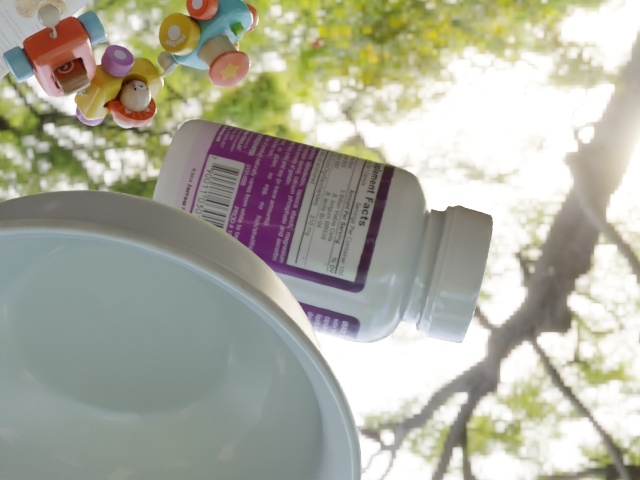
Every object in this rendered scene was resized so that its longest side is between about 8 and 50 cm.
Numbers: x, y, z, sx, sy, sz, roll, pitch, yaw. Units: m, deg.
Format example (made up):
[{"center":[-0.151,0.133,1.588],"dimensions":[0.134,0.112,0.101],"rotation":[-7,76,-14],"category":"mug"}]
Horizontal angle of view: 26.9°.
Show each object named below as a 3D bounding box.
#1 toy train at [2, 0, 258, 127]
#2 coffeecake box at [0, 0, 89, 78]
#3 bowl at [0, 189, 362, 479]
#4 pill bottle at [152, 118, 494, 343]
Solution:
[{"center":[-0.099,-0.111,0.793],"dimensions":[0.166,0.125,0.046],"rotation":[-28,-109,-17],"category":"toy train"},{"center":[-0.245,-0.188,0.919],"dimensions":[0.185,0.068,0.142],"rotation":[-44,-116,-8],"category":"coffeecake box"},{"center":[-0.120,0.081,0.752],"dimensions":[0.297,0.298,0.134],"rotation":[-2,-146,6],"category":"bowl"},{"center":[0.000,0.000,1.241],"dimensions":[0.301,0.169,0.169],"rotation":[14,-156,2],"category":"pill bottle"}]
